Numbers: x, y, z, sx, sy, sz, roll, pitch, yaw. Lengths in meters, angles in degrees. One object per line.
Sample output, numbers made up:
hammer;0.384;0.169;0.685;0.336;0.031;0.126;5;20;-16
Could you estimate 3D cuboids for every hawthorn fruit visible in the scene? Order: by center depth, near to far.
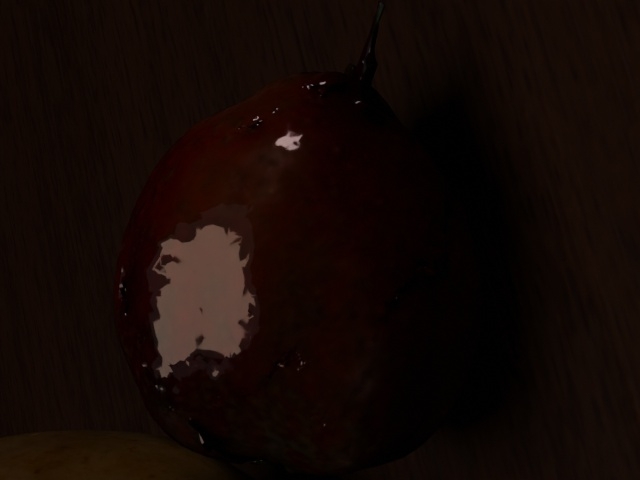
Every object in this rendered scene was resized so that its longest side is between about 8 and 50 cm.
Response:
hawthorn fruit;0.000;0.000;0.698;0.181;0.181;0.235;23;98;60

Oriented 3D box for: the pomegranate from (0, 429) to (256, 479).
pomegranate;-0.124;0.239;0.844;0.307;0.307;0.307;20;112;61
